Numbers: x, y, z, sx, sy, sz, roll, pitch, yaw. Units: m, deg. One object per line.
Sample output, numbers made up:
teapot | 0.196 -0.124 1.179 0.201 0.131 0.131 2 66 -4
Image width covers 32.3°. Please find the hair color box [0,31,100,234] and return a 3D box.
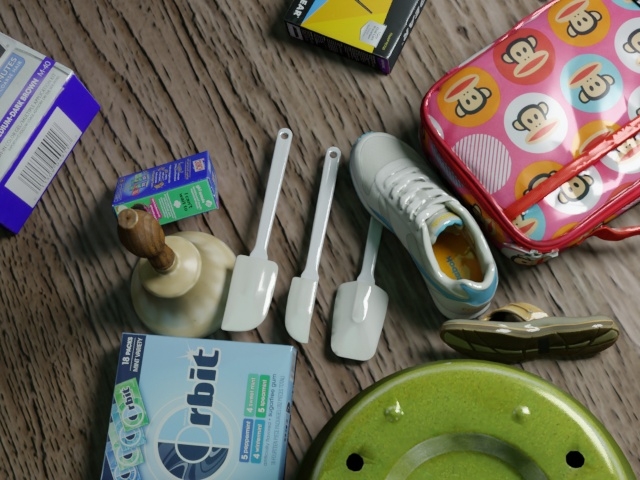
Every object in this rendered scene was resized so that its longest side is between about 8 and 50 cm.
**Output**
hair color box | -0.448 -0.171 1.265 0.339 0.110 0.185 28 79 16

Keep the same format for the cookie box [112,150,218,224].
cookie box | -0.167 -0.052 1.201 0.107 0.092 0.040 -17 113 2

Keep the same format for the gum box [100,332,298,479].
gum box | -0.124 0.181 1.148 0.184 0.041 0.157 4 76 9

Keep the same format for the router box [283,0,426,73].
router box | 0.057 -0.296 1.273 0.133 0.046 0.179 23 77 13

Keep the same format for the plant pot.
plant pot | 0.124 0.251 0.935 0.367 0.353 0.366 -2 73 6

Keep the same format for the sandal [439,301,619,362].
sandal | 0.211 0.088 1.127 0.180 0.072 0.049 -4 57 4

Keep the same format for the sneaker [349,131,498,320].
sneaker | 0.112 -0.028 1.153 0.087 0.092 0.228 -31 74 -13

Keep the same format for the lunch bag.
lunch bag | 0.274 -0.112 1.158 0.293 0.120 0.258 -35 77 -5

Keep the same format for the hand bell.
hand bell | -0.162 0.016 1.100 0.126 0.242 0.126 -2 73 7

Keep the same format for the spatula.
spatula | 0.000 0.000 1.195 0.168 0.019 0.242 11 69 2
